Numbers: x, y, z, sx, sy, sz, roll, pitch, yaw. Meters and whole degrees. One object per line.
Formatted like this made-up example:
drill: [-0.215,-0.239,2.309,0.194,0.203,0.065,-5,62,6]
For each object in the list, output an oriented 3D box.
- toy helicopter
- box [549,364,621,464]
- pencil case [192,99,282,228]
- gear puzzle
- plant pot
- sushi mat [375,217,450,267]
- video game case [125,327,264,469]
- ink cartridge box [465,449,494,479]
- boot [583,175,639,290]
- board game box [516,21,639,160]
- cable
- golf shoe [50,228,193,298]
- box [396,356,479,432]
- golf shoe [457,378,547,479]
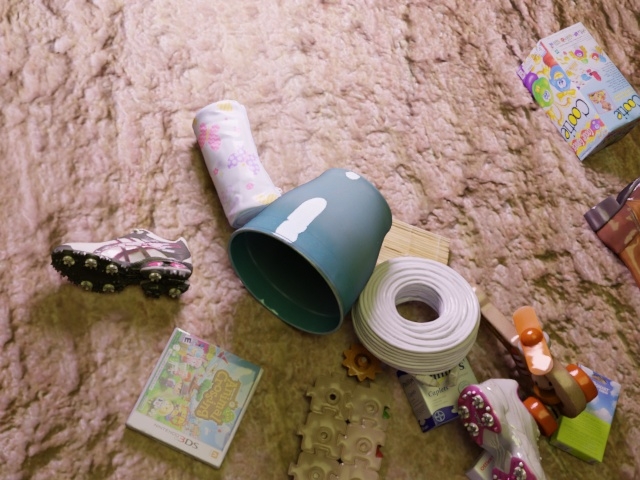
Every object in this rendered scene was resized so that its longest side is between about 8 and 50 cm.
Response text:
toy helicopter: [0.398,0.210,1.849,0.140,0.235,0.355,-37,60,-7]
box: [0.552,0.362,1.912,0.109,0.042,0.178,27,62,-2]
pencil case: [-0.173,-0.158,1.911,0.113,0.124,0.273,11,50,-60]
gear puzzle: [0.046,0.350,1.791,0.175,0.044,0.339,17,60,-5]
plant pot: [0.000,0.000,1.810,0.271,0.272,0.255,38,60,4]
sushi mat: [0.121,0.012,1.971,0.316,0.019,0.151,20,64,-5]
video game case: [-0.235,0.297,1.746,0.193,0.023,0.212,26,62,-2]
ink cartridge box: [0.361,0.466,1.810,0.122,0.052,0.088,45,63,6]
boot: [0.784,-0.011,2.113,0.264,0.096,0.280,-30,77,-25]
board game box: [0.624,-0.357,2.201,0.144,0.142,0.275,-26,75,-24]
cable: [0.190,0.147,1.836,0.257,0.089,0.257,21,50,11]
golf shoe: [-0.386,0.037,1.797,0.272,0.105,0.120,10,48,-17]
box: [0.243,0.296,1.845,0.126,0.072,0.137,-17,71,-22]
golf shoe: [0.384,0.403,1.755,0.140,0.115,0.306,-17,79,-38]
